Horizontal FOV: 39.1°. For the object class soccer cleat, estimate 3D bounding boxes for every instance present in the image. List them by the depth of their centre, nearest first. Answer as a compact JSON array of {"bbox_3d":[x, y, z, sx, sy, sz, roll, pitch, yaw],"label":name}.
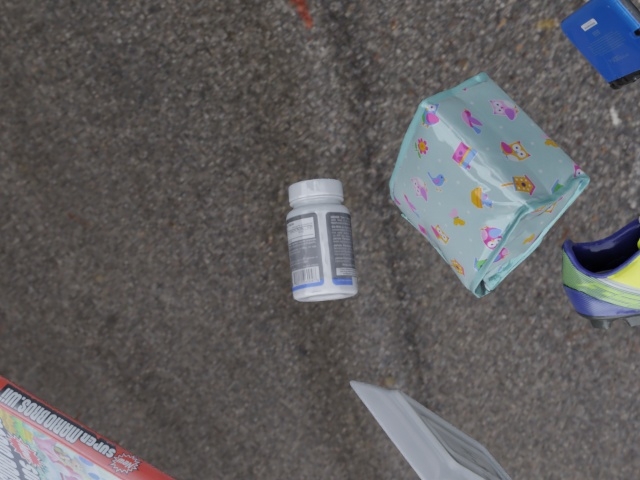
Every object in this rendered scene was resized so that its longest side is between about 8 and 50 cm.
[{"bbox_3d":[0.401,0.013,0.969,0.289,0.093,0.121,-16,111,25],"label":"soccer cleat"}]

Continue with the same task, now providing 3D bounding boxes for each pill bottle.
[{"bbox_3d":[0.000,0.000,1.071,0.078,0.078,0.137,-14,77,40],"label":"pill bottle"}]

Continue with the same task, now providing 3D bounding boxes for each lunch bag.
[{"bbox_3d":[0.216,-0.065,1.280,0.223,0.160,0.262,49,148,19],"label":"lunch bag"}]

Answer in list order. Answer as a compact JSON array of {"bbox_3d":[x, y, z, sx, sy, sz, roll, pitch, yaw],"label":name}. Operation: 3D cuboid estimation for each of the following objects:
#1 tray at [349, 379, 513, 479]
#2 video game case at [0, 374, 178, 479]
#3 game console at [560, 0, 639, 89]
[{"bbox_3d":[0.136,0.216,0.877,0.270,0.030,0.145,39,-171,-49],"label":"tray"},{"bbox_3d":[-0.189,0.194,0.697,0.285,0.025,0.204,26,141,13],"label":"video game case"},{"bbox_3d":[0.607,-0.377,1.627,0.250,0.173,0.293,48,180,-2],"label":"game console"}]
